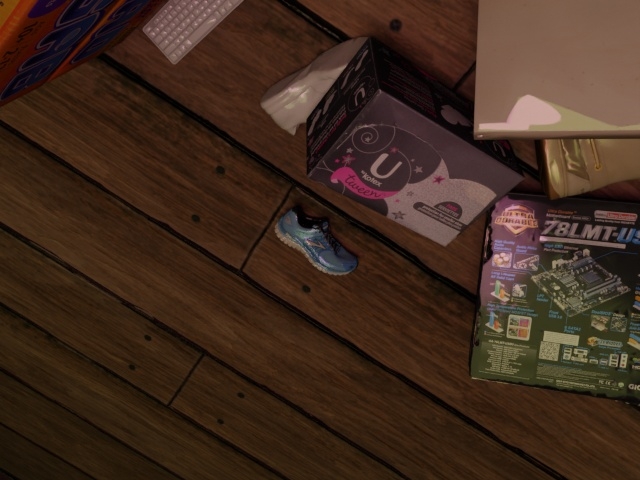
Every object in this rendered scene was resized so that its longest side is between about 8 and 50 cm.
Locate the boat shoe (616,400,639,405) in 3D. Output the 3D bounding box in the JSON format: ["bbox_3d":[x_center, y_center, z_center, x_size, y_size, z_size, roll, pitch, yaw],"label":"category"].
[{"bbox_3d":[0.490,0.211,0.966,0.302,0.114,0.091,36,125,9],"label":"boat shoe"}]

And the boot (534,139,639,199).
[{"bbox_3d":[0.380,-0.193,0.750,0.203,0.095,0.262,-8,104,13],"label":"boot"}]

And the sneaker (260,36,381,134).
[{"bbox_3d":[0.016,-0.223,0.871,0.212,0.080,0.094,-18,127,33],"label":"sneaker"}]

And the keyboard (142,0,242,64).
[{"bbox_3d":[-0.164,-0.363,0.868,0.256,0.014,0.072,-30,109,31],"label":"keyboard"}]

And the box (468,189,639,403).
[{"bbox_3d":[0.386,0.081,0.872,0.295,0.073,0.294,6,98,13],"label":"box"}]

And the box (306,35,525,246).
[{"bbox_3d":[0.122,-0.125,0.802,0.247,0.142,0.163,25,128,-23],"label":"box"}]

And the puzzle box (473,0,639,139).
[{"bbox_3d":[0.383,-0.248,0.646,0.408,0.052,0.272,3,88,15],"label":"puzzle box"}]

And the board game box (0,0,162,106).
[{"bbox_3d":[-0.369,-0.405,0.663,0.356,0.356,0.357,-21,113,40],"label":"board game box"}]

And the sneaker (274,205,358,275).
[{"bbox_3d":[0.000,0.000,1.016,0.162,0.063,0.073,33,122,-5],"label":"sneaker"}]
